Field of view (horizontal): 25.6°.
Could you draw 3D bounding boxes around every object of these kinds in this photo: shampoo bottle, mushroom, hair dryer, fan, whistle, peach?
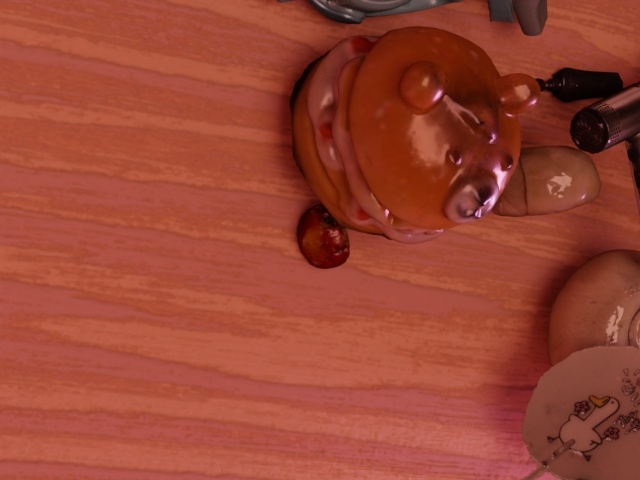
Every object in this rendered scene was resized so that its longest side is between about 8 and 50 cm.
[{"bbox_3d":[0.354,-0.214,1.932,0.137,0.027,0.048,-3,99,-26],"label":"shampoo bottle"},{"bbox_3d":[0.438,0.132,1.935,0.246,0.202,0.246,0,89,-33],"label":"mushroom"},{"bbox_3d":[0.456,-0.110,1.899,0.320,0.156,0.284,-35,127,-37],"label":"hair dryer"},{"bbox_3d":[0.322,0.289,1.903,0.415,0.012,0.233,-38,108,15],"label":"fan"},{"bbox_3d":[0.248,-0.380,1.762,0.186,0.093,0.274,-68,150,-42],"label":"whistle"},{"bbox_3d":[0.000,0.000,1.780,0.050,0.077,0.083,-30,154,-24],"label":"peach"}]

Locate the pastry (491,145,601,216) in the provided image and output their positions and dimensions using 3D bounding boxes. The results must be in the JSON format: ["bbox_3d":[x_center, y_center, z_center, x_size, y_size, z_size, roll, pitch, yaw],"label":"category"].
[{"bbox_3d":[0.293,-0.079,1.857,0.156,0.156,0.092,-4,94,-26],"label":"pastry"}]

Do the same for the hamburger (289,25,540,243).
[{"bbox_3d":[0.127,-0.133,1.698,0.276,0.237,0.276,5,82,-36],"label":"hamburger"}]

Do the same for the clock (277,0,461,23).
[{"bbox_3d":[0.060,-0.376,1.723,0.274,0.094,0.223,-21,105,-23],"label":"clock"}]
